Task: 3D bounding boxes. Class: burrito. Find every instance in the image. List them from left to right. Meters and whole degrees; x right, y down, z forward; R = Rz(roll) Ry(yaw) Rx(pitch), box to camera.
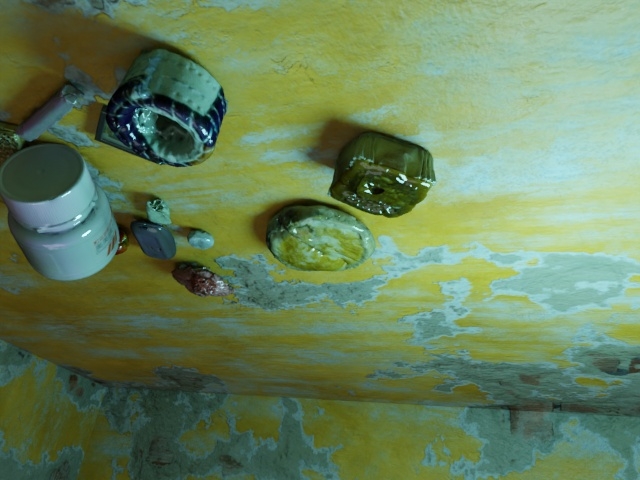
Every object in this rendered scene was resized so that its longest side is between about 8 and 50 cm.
[{"bbox_3d":[-0.467,-0.087,1.624,0.074,0.044,0.118,12,153,-9],"label":"burrito"}]

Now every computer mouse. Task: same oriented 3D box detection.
[{"bbox_3d":[-0.526,-0.005,1.776,0.120,0.057,0.232,8,154,2],"label":"computer mouse"}]

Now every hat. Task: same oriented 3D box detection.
[{"bbox_3d":[-0.405,0.141,1.948,0.237,0.107,0.286,14,175,-9],"label":"hat"}]

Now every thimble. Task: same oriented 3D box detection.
[{"bbox_3d":[-0.313,-0.268,1.148,0.237,0.150,0.237,9,150,5],"label":"thimble"}]

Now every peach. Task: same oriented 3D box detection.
[{"bbox_3d":[-0.667,0.000,1.793,0.101,0.100,0.100,7,151,4],"label":"peach"}]

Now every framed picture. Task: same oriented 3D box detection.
[{"bbox_3d":[-0.447,-0.249,1.348,0.168,0.023,0.128,21,149,-19],"label":"framed picture"}]

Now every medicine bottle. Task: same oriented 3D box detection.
[{"bbox_3d":[-0.695,-0.073,1.502,0.256,0.256,0.324,8,141,2],"label":"medicine bottle"}]

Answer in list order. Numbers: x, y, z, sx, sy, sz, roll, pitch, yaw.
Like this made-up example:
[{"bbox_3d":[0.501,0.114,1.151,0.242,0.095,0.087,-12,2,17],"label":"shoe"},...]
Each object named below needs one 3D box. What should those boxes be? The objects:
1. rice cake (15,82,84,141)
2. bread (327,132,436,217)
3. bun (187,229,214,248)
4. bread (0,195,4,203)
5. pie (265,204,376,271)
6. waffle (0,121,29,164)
[{"bbox_3d":[-0.628,-0.291,1.299,0.270,0.049,0.055,-15,129,39],"label":"rice cake"},{"bbox_3d":[0.139,-0.141,1.283,0.210,0.109,0.192,17,149,-14],"label":"bread"},{"bbox_3d":[-0.371,-0.005,1.742,0.083,0.045,0.083,5,152,2],"label":"bun"},{"bbox_3d":[-0.841,-0.158,1.598,0.149,0.065,0.188,10,150,-24],"label":"bread"},{"bbox_3d":[0.000,0.000,1.617,0.339,0.077,0.339,5,148,3],"label":"pie"},{"bbox_3d":[-0.806,-0.245,1.441,0.102,0.042,0.148,13,151,-7],"label":"waffle"}]
